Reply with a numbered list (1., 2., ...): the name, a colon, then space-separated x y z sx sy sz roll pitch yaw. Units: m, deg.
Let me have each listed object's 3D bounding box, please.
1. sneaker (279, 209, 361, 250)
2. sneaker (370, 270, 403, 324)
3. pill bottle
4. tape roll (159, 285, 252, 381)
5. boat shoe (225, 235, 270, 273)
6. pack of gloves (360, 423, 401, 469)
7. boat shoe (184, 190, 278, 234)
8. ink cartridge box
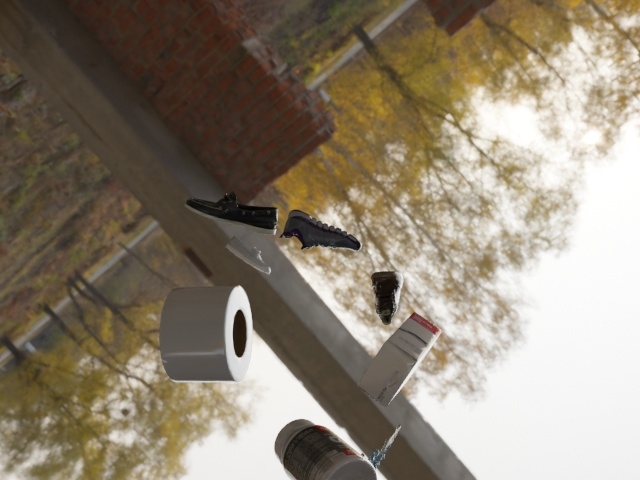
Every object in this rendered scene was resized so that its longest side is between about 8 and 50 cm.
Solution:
1. sneaker: 0.000 0.000 1.908 0.083 0.224 0.098 93 21 -79
2. sneaker: 0.142 0.120 1.413 0.066 0.071 0.188 -5 157 7
3. pill bottle: 0.003 0.556 1.691 0.161 0.161 0.283 -42 -155 -16
4. tape roll: -0.285 0.238 1.739 0.169 0.246 0.246 -3 -163 11
5. boat shoe: -0.246 0.050 2.413 0.063 0.184 0.066 -56 171 -6
6. pack of gloves: 0.155 0.683 2.126 0.195 0.046 0.232 -37 153 -43
7. boat shoe: -0.305 -0.116 2.413 0.127 0.340 0.113 -128 -125 -73
8. ink cartridge box: 0.217 0.318 1.850 0.171 0.100 0.237 -61 165 24
